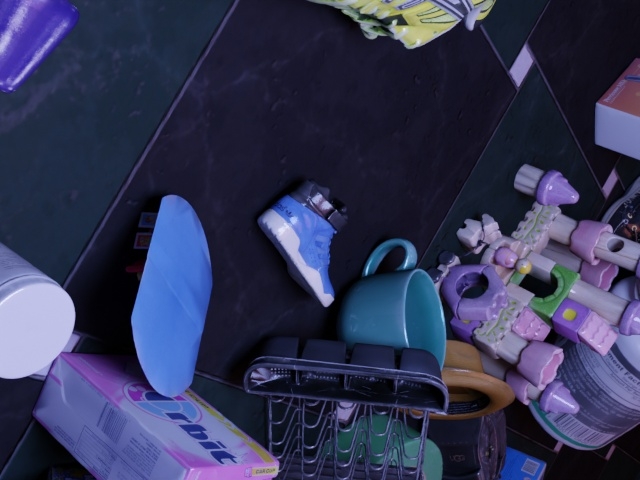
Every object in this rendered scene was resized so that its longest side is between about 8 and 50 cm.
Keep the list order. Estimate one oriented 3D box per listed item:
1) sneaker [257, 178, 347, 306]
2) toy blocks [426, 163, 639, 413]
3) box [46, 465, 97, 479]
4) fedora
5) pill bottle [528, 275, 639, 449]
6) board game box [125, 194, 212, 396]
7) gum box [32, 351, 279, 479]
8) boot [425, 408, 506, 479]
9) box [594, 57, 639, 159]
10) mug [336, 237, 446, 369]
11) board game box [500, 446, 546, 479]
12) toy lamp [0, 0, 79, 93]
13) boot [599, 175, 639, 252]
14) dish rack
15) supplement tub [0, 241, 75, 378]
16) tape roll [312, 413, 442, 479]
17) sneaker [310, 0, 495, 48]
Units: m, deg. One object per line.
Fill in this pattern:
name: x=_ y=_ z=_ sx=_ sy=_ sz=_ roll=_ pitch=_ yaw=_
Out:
sneaker: x=0.001 y=0.000 z=0.852 sx=0.084 sy=0.058 sz=0.152 roll=-43 pitch=135 yaw=-12
toy blocks: x=0.357 y=0.082 z=1.182 sx=0.288 sy=0.260 sz=0.309 roll=-51 pitch=144 yaw=-15
box: x=-0.116 y=0.372 z=0.706 sx=0.279 sy=0.177 sz=0.289 roll=12 pitch=93 yaw=-20
fedora: x=0.175 y=0.189 z=1.150 sx=0.194 sy=0.194 sz=0.079 roll=48 pitch=37 yaw=-53
pill bottle: x=0.518 y=0.189 z=1.389 sx=0.204 sy=0.204 sz=0.361 roll=-25 pitch=159 yaw=-41
board game box: x=-0.136 y=0.047 z=0.702 sx=0.133 sy=0.033 sz=0.168 roll=69 pitch=24 yaw=-55
gum box: x=-0.133 y=0.163 z=0.679 sx=0.107 sy=0.188 sz=0.062 roll=15 pitch=101 yaw=-54
boot: x=0.247 y=0.294 z=1.339 sx=0.229 sy=0.091 sz=0.262 roll=-19 pitch=107 yaw=-64
box: x=0.541 y=-0.195 z=1.308 sx=0.130 sy=0.171 sz=0.091 roll=-46 pitch=143 yaw=-22
mug: x=0.081 y=0.093 z=0.973 sx=0.129 sy=0.098 sz=0.157 roll=57 pitch=35 yaw=-37
board game box: x=0.311 y=0.602 z=1.568 sx=0.308 sy=0.086 sz=0.301 roll=-37 pitch=139 yaw=-50
toy lamp: x=-0.149 y=-0.221 z=0.504 sx=0.080 sy=0.080 sz=0.274 roll=28 pitch=87 yaw=-55
boot: x=0.620 y=-0.018 z=1.517 sx=0.236 sy=0.179 sz=0.085 roll=-45 pitch=141 yaw=-25
dish rack: x=0.027 y=0.222 z=0.923 sx=0.074 sy=0.208 sz=0.271 roll=-76 pitch=170 yaw=-55
supplement tub: x=-0.222 y=0.038 z=0.553 sx=0.071 sy=0.107 sz=0.071 roll=-30 pitch=134 yaw=-37
tape roll: x=0.047 y=0.401 z=1.163 sx=0.321 sy=0.077 sz=0.321 roll=-30 pitch=134 yaw=-37
sneaker: x=0.062 y=-0.232 z=0.705 sx=0.385 sy=0.145 sz=0.147 roll=-21 pitch=128 yaw=-41
